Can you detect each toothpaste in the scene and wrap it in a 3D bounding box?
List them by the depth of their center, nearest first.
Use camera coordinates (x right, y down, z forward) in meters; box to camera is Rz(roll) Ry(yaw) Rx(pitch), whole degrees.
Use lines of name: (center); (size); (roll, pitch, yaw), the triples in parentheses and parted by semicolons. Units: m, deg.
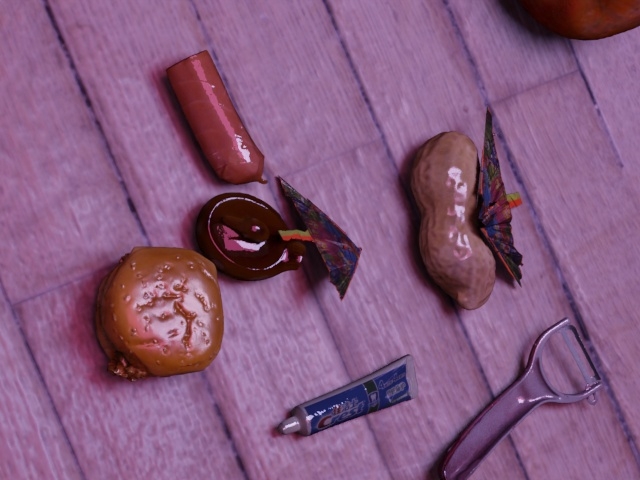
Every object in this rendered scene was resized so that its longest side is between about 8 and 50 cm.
toothpaste: (0.035, 0.189, 1.434); (0.197, 0.034, 0.057); (-18, 103, -30)

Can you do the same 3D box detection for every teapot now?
teapot: (-0.079, -0.004, 1.393); (0.129, 0.078, 0.098); (29, 68, -19)

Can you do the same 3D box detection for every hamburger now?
hamburger: (-0.175, 0.079, 1.326); (0.138, 0.083, 0.147); (0, 75, -22)

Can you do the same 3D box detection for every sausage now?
sausage: (-0.118, -0.133, 1.415); (0.065, 0.065, 0.169); (-27, 92, -29)

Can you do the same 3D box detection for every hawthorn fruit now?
hawthorn fruit: (0.389, -0.408, 1.627); (0.298, 0.277, 0.277); (-6, 81, -55)

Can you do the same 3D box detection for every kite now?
kite: (0.000, 0.000, 1.436); (0.159, 0.010, 0.190); (17, 38, -50)
kite: (0.227, -0.053, 1.536); (0.183, 0.014, 0.241); (-17, 97, -64)

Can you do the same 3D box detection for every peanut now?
peanut: (0.168, -0.025, 1.519); (0.104, 0.085, 0.228); (1, 80, -37)

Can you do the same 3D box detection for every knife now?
knife: (0.239, 0.223, 1.517); (0.278, 0.053, 0.123); (-36, 100, -27)
